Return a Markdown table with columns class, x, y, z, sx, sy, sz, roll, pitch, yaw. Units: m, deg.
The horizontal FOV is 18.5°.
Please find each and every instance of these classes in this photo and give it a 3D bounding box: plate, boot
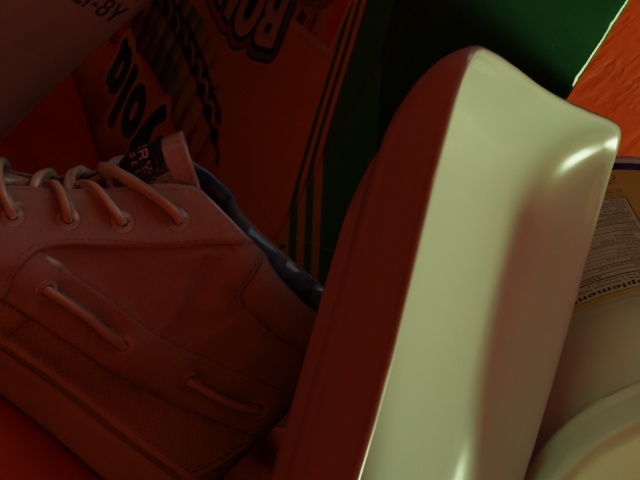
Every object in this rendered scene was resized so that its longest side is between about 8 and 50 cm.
| class | x | y | z | sx | sy | sz | roll | pitch | yaw |
| --- | --- | --- | --- | --- | --- | --- | --- | --- | --- |
| plate | 0.042 | 0.068 | 0.796 | 0.045 | 0.278 | 0.277 | 16 | 3 | 18 |
| boot | -0.103 | -0.008 | 0.768 | 0.258 | 0.123 | 0.095 | 40 | 14 | -28 |

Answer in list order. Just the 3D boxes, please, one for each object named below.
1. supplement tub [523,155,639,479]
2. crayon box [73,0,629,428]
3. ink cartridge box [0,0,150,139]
| class | x | y | z | sx | sy | sz | roll | pitch | yaw |
| --- | --- | --- | --- | --- | --- | --- | --- | --- | --- |
| supplement tub | 0.181 | 0.109 | 1.082 | 0.241 | 0.241 | 0.331 | 43 | 13 | -16 |
| crayon box | 0.002 | -0.128 | 1.027 | 0.106 | 0.313 | 0.363 | 21 | 23 | -27 |
| ink cartridge box | -0.268 | -0.238 | 0.849 | 0.385 | 0.160 | 0.279 | 52 | 12 | 24 |
